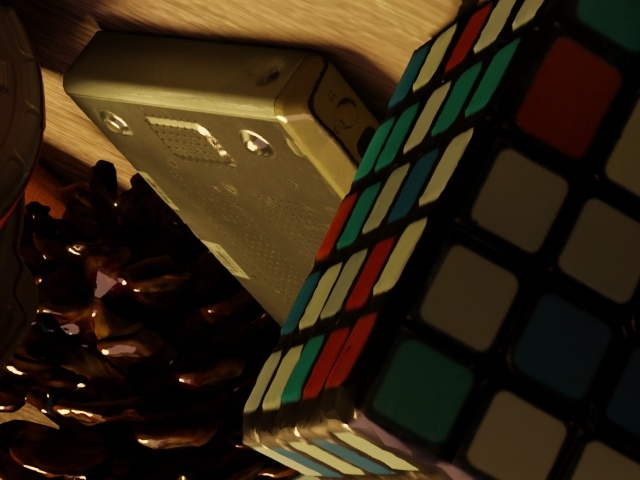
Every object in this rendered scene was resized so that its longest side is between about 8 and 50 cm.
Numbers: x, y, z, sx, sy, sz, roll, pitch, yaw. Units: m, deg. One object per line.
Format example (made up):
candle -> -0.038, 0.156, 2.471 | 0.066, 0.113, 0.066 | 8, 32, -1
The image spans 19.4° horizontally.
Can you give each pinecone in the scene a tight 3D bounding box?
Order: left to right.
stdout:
pinecone -> -0.104, 0.083, 1.174 | 0.224, 0.224, 0.272 | 19, 128, 29

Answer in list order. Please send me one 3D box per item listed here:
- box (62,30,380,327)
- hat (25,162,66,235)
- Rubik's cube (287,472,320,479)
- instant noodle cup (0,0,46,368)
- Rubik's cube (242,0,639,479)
box -> 0.000, 0.000, 0.978 | 0.211, 0.045, 0.270 | 12, 151, 46
hat -> -0.212, 0.009, 1.321 | 0.233, 0.233, 0.244 | 4, 131, 15
Rubik's cube -> -0.013, 0.073, 1.367 | 0.234, 0.284, 0.250 | 57, -173, -29
instant noodle cup -> -0.252, -0.057, 0.973 | 0.302, 0.258, 0.181 | 30, 152, -16
Rubik's cube -> 0.099, 0.029, 0.685 | 0.184, 0.187, 0.182 | 31, 167, -10
